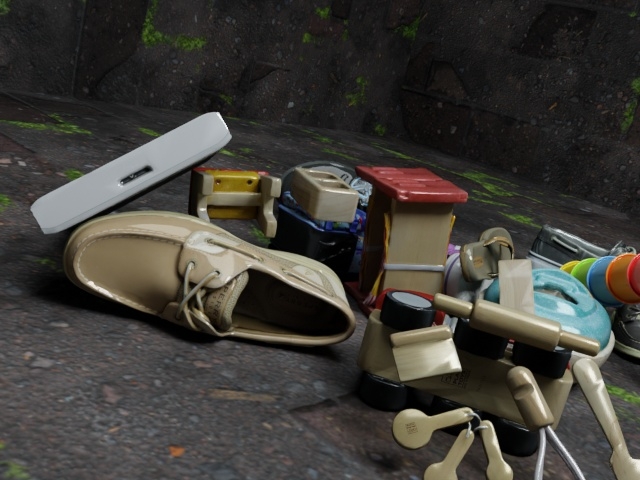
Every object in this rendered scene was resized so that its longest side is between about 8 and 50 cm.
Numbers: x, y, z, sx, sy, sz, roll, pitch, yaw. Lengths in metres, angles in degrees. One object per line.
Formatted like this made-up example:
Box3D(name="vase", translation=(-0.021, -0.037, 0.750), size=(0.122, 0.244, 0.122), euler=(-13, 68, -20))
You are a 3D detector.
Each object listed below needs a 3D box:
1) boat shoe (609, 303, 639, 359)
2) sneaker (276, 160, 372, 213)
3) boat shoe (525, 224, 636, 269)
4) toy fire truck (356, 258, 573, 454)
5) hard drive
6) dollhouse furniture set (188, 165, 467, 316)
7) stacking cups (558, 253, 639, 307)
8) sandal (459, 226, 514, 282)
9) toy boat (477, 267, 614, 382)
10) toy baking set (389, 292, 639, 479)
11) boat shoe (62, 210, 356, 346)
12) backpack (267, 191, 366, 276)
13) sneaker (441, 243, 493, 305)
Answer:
Box3D(name="boat shoe", translation=(0.519, 0.135, 1.198), size=(0.080, 0.073, 0.223), euler=(17, 14, 15))
Box3D(name="sneaker", translation=(0.078, -0.078, 1.498), size=(0.341, 0.125, 0.139), euler=(8, 20, -12))
Box3D(name="boat shoe", translation=(0.582, 0.057, 1.456), size=(0.335, 0.119, 0.121), euler=(20, 16, 22))
Box3D(name="toy fire truck", translation=(0.175, 0.102, 0.848), size=(0.217, 0.158, 0.246), euler=(16, 12, 11))
Box3D(name="hard drive", translation=(-0.243, -0.086, 0.976), size=(0.233, 0.047, 0.353), euler=(-29, 9, -9))
Box3D(name="dollhouse furniture set", translation=(0.000, 0.000, 1.009), size=(0.374, 0.201, 0.152), euler=(2, 18, -19))
Box3D(name="stacking cups", translation=(0.471, 0.064, 1.163), size=(0.096, 0.096, 0.316), euler=(14, -8, 0))
Box3D(name="sandal", translation=(0.254, 0.021, 1.060), size=(0.049, 0.072, 0.180), euler=(-14, 1, 33))
Box3D(name="toy boat", translation=(0.377, 0.113, 1.002), size=(0.318, 0.148, 0.267), euler=(17, 15, 12))
Box3D(name="toy baking set", translation=(0.181, 0.154, 0.667), size=(0.256, 0.196, 0.030), euler=(12, -26, 8))
Box3D(name="boat shoe", translation=(-0.121, 0.048, 0.837), size=(0.341, 0.121, 0.110), euler=(11, 14, -16))
Box3D(name="backpack", translation=(0.025, -0.006, 1.191), size=(0.173, 0.117, 0.158), euler=(6, 16, -32))
Box3D(name="sneaker", translation=(0.191, 0.050, 1.192), size=(0.161, 0.102, 0.282), euler=(15, 4, 19))
